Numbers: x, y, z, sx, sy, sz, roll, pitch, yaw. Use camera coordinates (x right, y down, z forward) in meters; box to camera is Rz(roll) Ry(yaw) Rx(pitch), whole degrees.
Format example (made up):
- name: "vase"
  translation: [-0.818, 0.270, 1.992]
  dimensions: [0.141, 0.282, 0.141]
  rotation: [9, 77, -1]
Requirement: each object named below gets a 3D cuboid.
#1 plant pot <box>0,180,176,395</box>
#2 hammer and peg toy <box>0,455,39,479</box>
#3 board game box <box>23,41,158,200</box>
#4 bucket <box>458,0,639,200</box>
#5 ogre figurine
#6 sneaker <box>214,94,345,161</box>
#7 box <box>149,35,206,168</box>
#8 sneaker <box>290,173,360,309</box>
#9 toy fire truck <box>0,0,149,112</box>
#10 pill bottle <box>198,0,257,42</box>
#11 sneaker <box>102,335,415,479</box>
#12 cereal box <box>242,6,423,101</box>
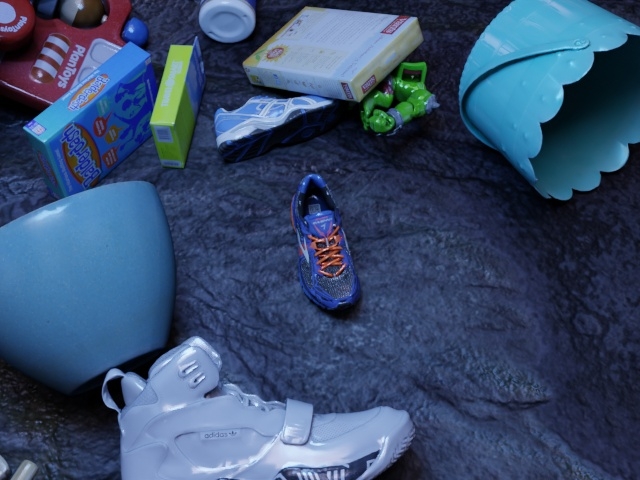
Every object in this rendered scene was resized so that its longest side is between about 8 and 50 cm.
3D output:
- name: "plant pot"
  translation: [-0.299, 0.080, 1.264]
  dimensions: [0.290, 0.290, 0.195]
  rotation: [-26, 82, -15]
- name: "hammer and peg toy"
  translation: [-0.502, 0.314, 1.182]
  dimensions: [0.361, 0.127, 0.266]
  rotation: [35, 62, 21]
- name: "board game box"
  translation: [-0.327, -0.169, 1.473]
  dimensions: [0.047, 0.160, 0.210]
  rotation: [34, 64, 20]
- name: "bucket"
  translation: [0.346, -0.216, 1.436]
  dimensions: [0.281, 0.281, 0.183]
  rotation: [-30, 53, -18]
- name: "ogre figurine"
  translation: [0.107, -0.226, 1.538]
  dimensions: [0.118, 0.096, 0.197]
  rotation: [-10, 17, -10]
- name: "sneaker"
  translation: [-0.065, -0.193, 1.533]
  dimensions: [0.211, 0.080, 0.081]
  rotation: [-17, 62, -11]
- name: "box"
  translation: [-0.216, -0.213, 1.530]
  dimensions: [0.042, 0.109, 0.178]
  rotation: [5, 57, 6]
- name: "sneaker"
  translation: [0.000, 0.000, 1.402]
  dimensions: [0.083, 0.087, 0.221]
  rotation: [-15, 58, -8]
- name: "toy fire truck"
  translation: [-0.417, -0.328, 1.596]
  dimensions: [0.254, 0.169, 0.302]
  rotation: [24, 58, -12]
- name: "pill bottle"
  translation: [-0.152, -0.423, 1.673]
  dimensions: [0.094, 0.094, 0.169]
  rotation: [0, 57, 1]
- name: "sneaker"
  translation: [-0.078, 0.209, 1.192]
  dimensions: [0.366, 0.137, 0.210]
  rotation: [-15, 92, -5]
- name: "cereal box"
  translation: [0.017, -0.295, 1.561]
  dimensions: [0.240, 0.047, 0.173]
  rotation: [18, 54, 41]
